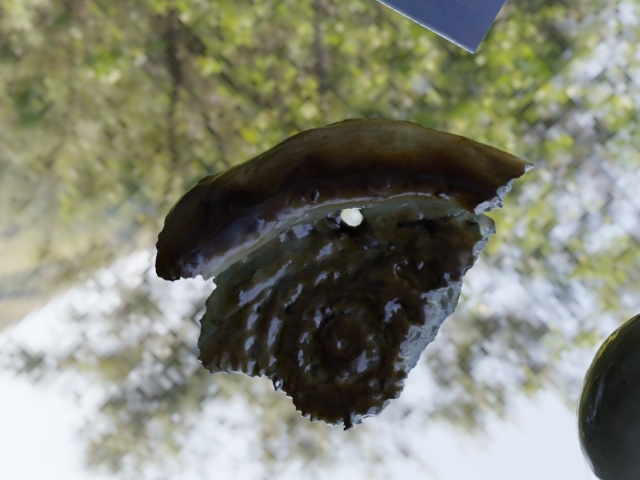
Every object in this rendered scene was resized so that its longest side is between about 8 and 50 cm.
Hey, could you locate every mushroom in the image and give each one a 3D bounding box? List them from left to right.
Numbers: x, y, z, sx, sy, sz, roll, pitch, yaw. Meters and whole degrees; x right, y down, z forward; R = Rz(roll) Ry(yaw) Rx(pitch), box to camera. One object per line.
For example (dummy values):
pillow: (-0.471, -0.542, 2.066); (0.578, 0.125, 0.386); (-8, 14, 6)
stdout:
mushroom: (0.280, 0.112, 1.337); (0.206, 0.206, 0.209); (-28, -136, 48)

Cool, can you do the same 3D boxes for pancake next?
pancake: (0.000, 0.000, 1.354); (0.257, 0.212, 0.056); (-57, 171, 11)

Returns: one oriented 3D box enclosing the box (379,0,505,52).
box: (0.163, -0.366, 1.913); (0.325, 0.180, 0.047); (-59, -148, 10)
